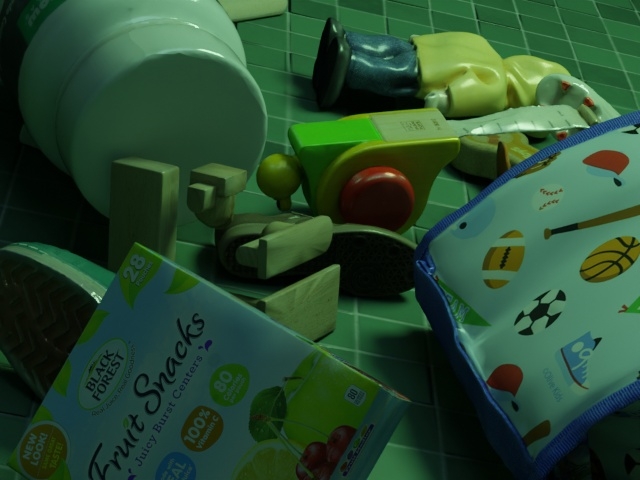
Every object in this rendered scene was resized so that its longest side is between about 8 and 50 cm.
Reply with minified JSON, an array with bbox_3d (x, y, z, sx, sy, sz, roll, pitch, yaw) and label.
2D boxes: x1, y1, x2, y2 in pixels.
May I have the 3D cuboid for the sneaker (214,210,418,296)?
[{"bbox_3d":[0.000,0.000,1.549,0.188,0.066,0.071,8,27,-16],"label":"sneaker"}]

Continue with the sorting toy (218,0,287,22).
[{"bbox_3d":[-0.169,-0.316,2.087,0.208,0.038,0.193,34,32,31],"label":"sorting toy"}]

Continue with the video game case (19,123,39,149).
[{"bbox_3d":[-0.167,-0.108,1.711,0.183,0.023,0.201,20,27,8],"label":"video game case"}]

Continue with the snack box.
[{"bbox_3d":[-0.075,0.126,1.151,0.207,0.174,0.070,28,-3,25],"label":"snack box"}]

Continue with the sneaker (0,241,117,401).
[{"bbox_3d":[-0.109,0.089,1.292,0.302,0.108,0.121,32,29,14],"label":"sneaker"}]

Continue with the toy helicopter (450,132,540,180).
[{"bbox_3d":[0.231,-0.040,1.724,0.235,0.140,0.355,-13,27,-28],"label":"toy helicopter"}]

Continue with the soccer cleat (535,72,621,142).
[{"bbox_3d":[0.312,-0.107,1.898,0.196,0.068,0.076,41,20,7],"label":"soccer cleat"}]

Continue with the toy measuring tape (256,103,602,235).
[{"bbox_3d":[0.101,-0.060,1.637,0.330,0.121,0.121,-6,32,-15],"label":"toy measuring tape"}]

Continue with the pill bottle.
[{"bbox_3d":[-0.186,-0.173,1.578,0.204,0.204,0.361,1,30,-26],"label":"pill bottle"}]

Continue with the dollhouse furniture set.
[{"bbox_3d":[-0.076,0.005,1.445,0.151,0.144,0.123,13,18,27],"label":"dollhouse furniture set"}]

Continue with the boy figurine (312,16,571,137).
[{"bbox_3d":[0.137,-0.180,1.935,0.285,0.092,0.177,8,28,-15],"label":"boy figurine"}]

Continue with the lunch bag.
[{"bbox_3d":[0.293,0.061,1.394,0.385,0.239,0.328,-15,35,-8],"label":"lunch bag"}]
